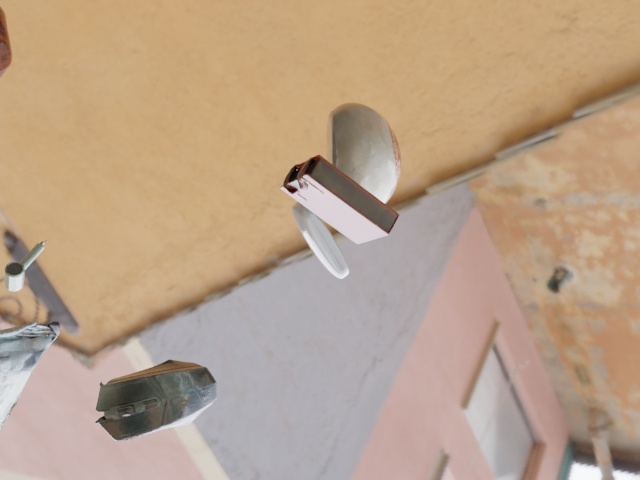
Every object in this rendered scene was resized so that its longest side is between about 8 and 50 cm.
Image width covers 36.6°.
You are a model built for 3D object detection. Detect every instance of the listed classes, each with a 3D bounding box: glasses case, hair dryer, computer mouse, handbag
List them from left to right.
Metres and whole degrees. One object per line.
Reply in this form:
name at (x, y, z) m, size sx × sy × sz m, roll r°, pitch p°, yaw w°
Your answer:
hair dryer at (-0.596, 0.043, 1.969) m, size 0.124 × 0.038 × 0.063 m, roll -58°, pitch 177°, yaw -37°
computer mouse at (-0.301, 0.292, 1.765) m, size 0.231 × 0.126 × 0.071 m, roll -14°, pitch -178°, yaw -7°
glasses case at (0.000, 0.000, 2.470) m, size 0.059 × 0.233 × 0.092 m, roll -36°, pitch -156°, yaw -11°
handbag at (0.031, -0.072, 1.724) m, size 0.062 × 0.190 × 0.127 m, roll -61°, pitch -163°, yaw -19°

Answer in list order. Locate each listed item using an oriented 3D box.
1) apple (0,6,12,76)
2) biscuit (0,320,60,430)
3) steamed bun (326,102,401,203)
apple at (-0.820, -0.422, 2.059) m, size 0.288 × 0.288 × 0.317 m, roll -15°, pitch -174°, yaw 25°
biscuit at (-0.526, 0.240, 1.454) m, size 0.079 × 0.186 × 0.309 m, roll 47°, pitch -63°, yaw 31°
steamed bun at (0.089, -0.161, 1.943) m, size 0.145 × 0.231 × 0.232 m, roll -1°, pitch -154°, yaw -3°
